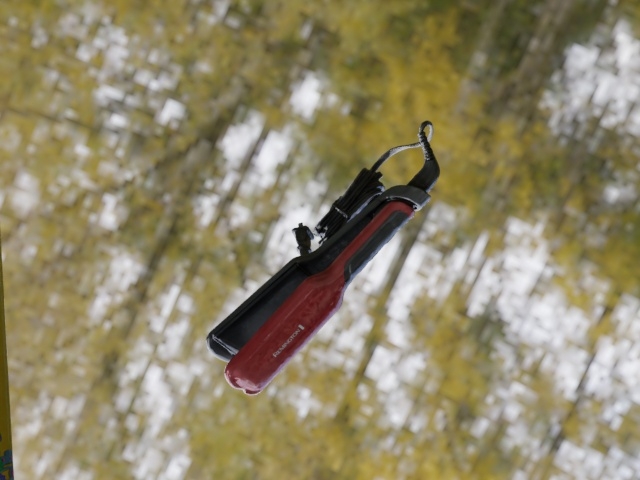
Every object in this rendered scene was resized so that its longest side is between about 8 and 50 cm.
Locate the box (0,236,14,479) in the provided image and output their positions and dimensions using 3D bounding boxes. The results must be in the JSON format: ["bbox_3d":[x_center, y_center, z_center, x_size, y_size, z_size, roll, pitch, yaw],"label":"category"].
[{"bbox_3d":[-0.306,0.032,1.015,0.177,0.279,0.290,8,-116,-33],"label":"box"}]

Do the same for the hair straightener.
[{"bbox_3d":[0.000,0.000,1.348,0.047,0.230,0.089,33,-170,-38],"label":"hair straightener"}]
